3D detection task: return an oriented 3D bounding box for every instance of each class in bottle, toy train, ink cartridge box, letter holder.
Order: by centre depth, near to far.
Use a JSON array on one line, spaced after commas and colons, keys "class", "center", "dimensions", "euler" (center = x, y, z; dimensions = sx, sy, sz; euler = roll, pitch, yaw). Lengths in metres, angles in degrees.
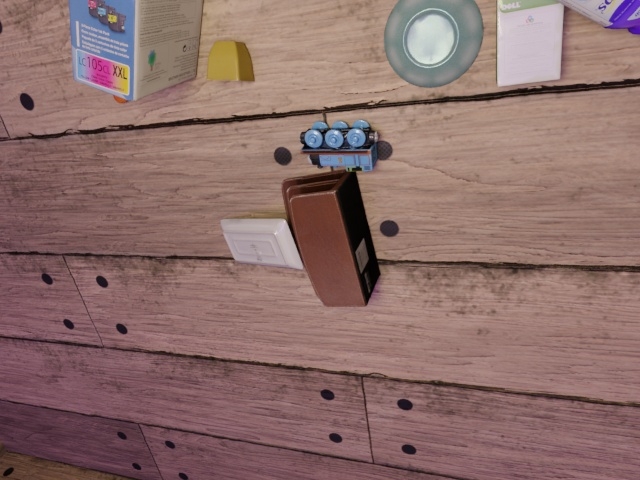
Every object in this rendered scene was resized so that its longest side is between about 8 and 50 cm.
[{"class": "bottle", "center": [0.480, -0.404, 0.731], "dimensions": [0.283, 0.092, 0.118], "euler": [18, 129, -15]}, {"class": "ink cartridge box", "center": [0.376, -0.395, 0.831], "dimensions": [0.109, 0.062, 0.209], "euler": [-1, 117, 20]}, {"class": "ink cartridge box", "center": [-0.346, -0.512, 0.899], "dimensions": [0.151, 0.270, 0.395], "euler": [20, 122, 3]}, {"class": "toy train", "center": [0.042, -0.212, 1.043], "dimensions": [0.184, 0.080, 0.105], "euler": [3, 124, 18]}, {"class": "letter holder", "center": [0.000, 0.000, 1.132], "dimensions": [0.214, 0.152, 0.302], "euler": [-5, 116, 24]}]

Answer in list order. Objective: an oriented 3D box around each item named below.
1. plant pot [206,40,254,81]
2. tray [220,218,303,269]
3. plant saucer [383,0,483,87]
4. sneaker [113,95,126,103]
[{"class": "plant pot", "center": [-0.201, -0.401, 1.026], "dimensions": [0.081, 0.081, 0.083], "euler": [8, 110, 16]}, {"class": "tray", "center": [-0.168, 0.012, 1.213], "dimensions": [0.270, 0.030, 0.145], "euler": [2, 121, 43]}, {"class": "plant saucer", "center": [0.218, -0.397, 0.902], "dimensions": [0.195, 0.037, 0.195], "euler": [9, 121, 15]}, {"class": "sneaker", "center": [-0.486, -0.415, 1.123], "dimensions": [0.064, 0.067, 0.175], "euler": [30, 125, 0]}]
